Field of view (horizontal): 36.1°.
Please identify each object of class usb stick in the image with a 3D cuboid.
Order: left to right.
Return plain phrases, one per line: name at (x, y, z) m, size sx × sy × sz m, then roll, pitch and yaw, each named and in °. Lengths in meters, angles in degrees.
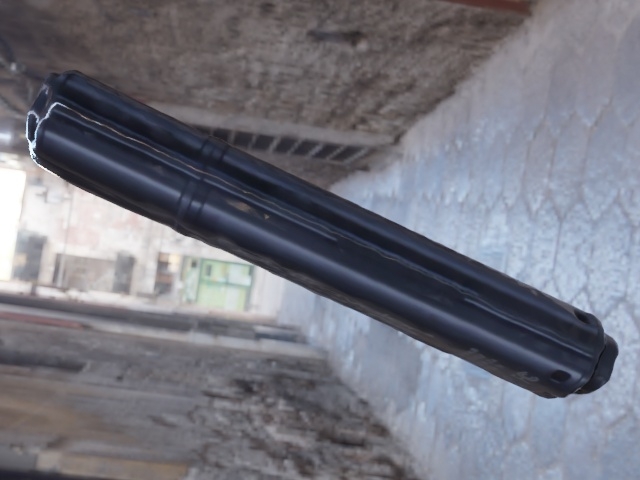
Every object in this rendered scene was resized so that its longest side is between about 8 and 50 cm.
usb stick at (0.000, 0.000, 0.444) m, size 0.077 × 0.278 × 0.045 m, roll 138°, pitch 156°, yaw -77°
